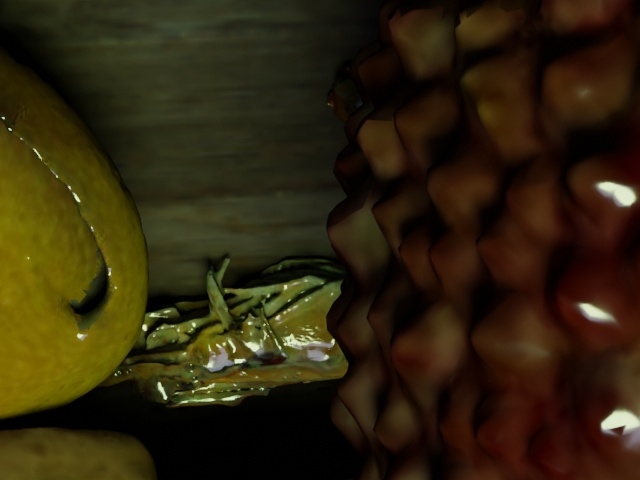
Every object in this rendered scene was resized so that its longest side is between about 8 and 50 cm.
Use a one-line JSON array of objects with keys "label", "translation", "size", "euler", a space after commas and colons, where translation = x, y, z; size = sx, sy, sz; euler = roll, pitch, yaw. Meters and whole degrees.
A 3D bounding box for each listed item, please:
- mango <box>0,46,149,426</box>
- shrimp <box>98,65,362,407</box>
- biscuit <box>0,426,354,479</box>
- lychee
[{"label": "mango", "translation": [-0.167, 0.001, 0.558], "size": [0.236, 0.136, 0.166], "euler": [8, 122, -21]}, {"label": "shrimp", "translation": [0.000, 0.001, 0.638], "size": [0.178, 0.034, 0.124], "euler": [-7, 126, -2]}, {"label": "biscuit", "translation": [-0.103, 0.173, 0.679], "size": [0.381, 0.074, 0.359], "euler": [-20, 150, 14]}, {"label": "lychee", "translation": [0.145, 0.015, 0.493], "size": [0.306, 0.306, 0.330], "euler": [-6, 136, -1]}]
